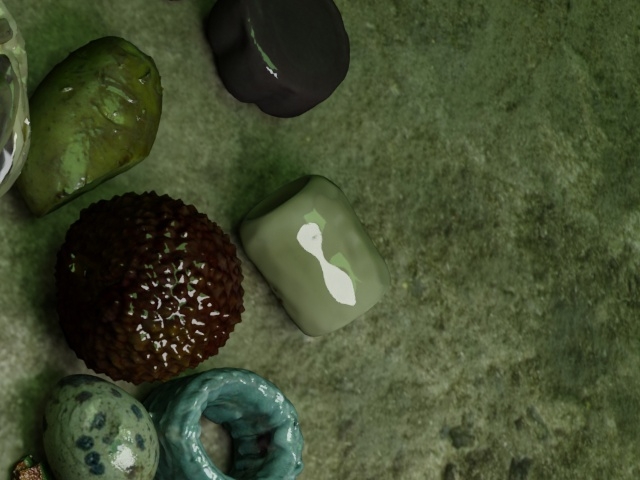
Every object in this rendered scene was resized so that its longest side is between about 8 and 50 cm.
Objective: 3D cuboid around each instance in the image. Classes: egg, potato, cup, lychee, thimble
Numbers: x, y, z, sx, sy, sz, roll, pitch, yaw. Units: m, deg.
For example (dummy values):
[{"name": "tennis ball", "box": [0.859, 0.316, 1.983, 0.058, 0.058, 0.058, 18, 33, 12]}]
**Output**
[{"name": "egg", "box": [-0.283, 0.253, 1.641, 0.141, 0.141, 0.181, -19, 73, -43]}, {"name": "potato", "box": [-0.318, -0.150, 1.753, 0.176, 0.141, 0.298, 35, 62, -12]}, {"name": "cup", "box": [0.012, -0.003, 1.964, 0.255, 0.173, 0.202, -44, 107, -40]}, {"name": "lychee", "box": [-0.216, 0.062, 1.691, 0.267, 0.267, 0.267, 15, 66, -37]}, {"name": "thimble", "box": [-0.143, 0.277, 1.755, 0.235, 0.143, 0.198, 24, 61, -32]}]

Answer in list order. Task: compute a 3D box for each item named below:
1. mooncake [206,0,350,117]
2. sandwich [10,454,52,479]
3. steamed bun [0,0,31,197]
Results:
[{"name": "mooncake", "box": [-0.065, -0.315, 2.029, 0.245, 0.133, 0.245, 15, 66, -37]}, {"name": "sandwich", "box": [-0.377, 0.336, 1.605, 0.067, 0.029, 0.135, 41, 54, -17]}, {"name": "steamed bun", "box": [-0.473, -0.167, 1.481, 0.339, 0.247, 0.352, -33, 129, -44]}]
